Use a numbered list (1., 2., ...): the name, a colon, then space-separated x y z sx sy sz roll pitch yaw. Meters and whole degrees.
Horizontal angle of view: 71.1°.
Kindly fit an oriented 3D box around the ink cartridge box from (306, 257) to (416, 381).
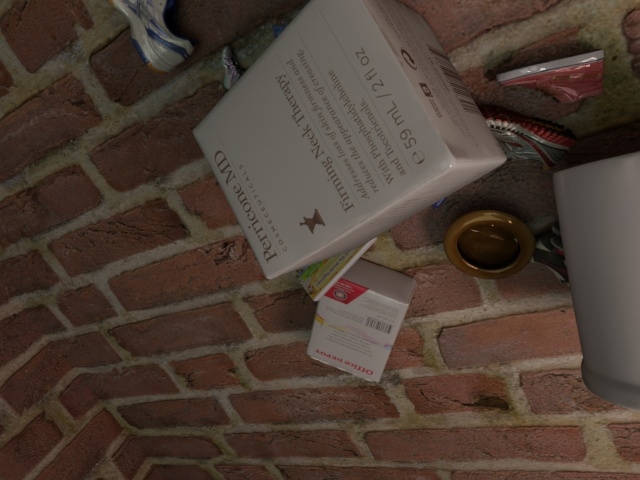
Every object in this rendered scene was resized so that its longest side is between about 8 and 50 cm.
1. ink cartridge box: 0.104 0.210 1.224 0.226 0.131 0.306 20 126 10

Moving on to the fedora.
1. fedora: 0.378 -0.002 1.011 0.195 0.079 0.194 7 124 11

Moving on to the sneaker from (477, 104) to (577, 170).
1. sneaker: 0.374 -0.201 0.886 0.226 0.088 0.092 22 127 9

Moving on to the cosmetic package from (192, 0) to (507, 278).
1. cosmetic package: 0.056 -0.178 0.828 0.394 0.328 0.329 -33 81 35

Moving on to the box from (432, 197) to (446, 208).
1. box: 0.208 -0.186 0.994 0.225 0.036 0.136 35 126 0

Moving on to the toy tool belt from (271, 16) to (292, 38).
1. toy tool belt: -0.077 -0.429 0.954 0.052 0.051 0.083 -6 117 26

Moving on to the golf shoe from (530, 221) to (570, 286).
1. golf shoe: 0.592 0.060 0.966 0.273 0.105 0.120 32 147 3

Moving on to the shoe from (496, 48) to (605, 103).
1. shoe: 0.421 -0.290 0.825 0.178 0.063 0.081 -6 112 21

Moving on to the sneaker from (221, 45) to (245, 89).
1. sneaker: -0.189 -0.395 1.034 0.069 0.038 0.098 13 133 13

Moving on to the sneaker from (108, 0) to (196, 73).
1. sneaker: -0.389 -0.536 1.003 0.131 0.111 0.296 -24 111 14

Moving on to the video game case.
1. video game case: 0.000 0.000 1.111 0.227 0.026 0.206 -48 65 20

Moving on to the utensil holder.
1. utensil holder: 0.582 0.042 0.733 0.328 0.328 0.384 -10 91 27
